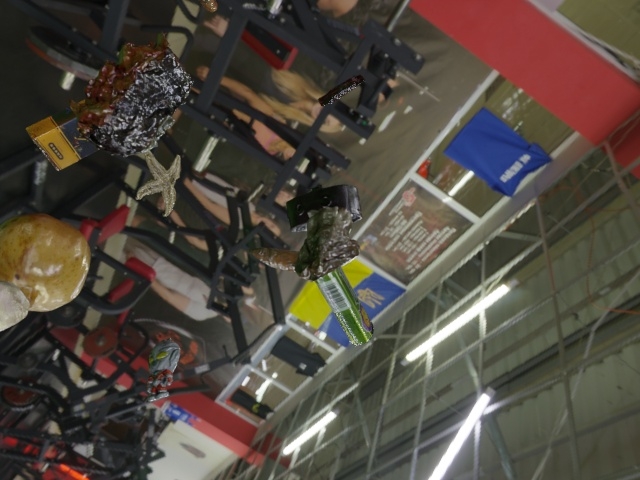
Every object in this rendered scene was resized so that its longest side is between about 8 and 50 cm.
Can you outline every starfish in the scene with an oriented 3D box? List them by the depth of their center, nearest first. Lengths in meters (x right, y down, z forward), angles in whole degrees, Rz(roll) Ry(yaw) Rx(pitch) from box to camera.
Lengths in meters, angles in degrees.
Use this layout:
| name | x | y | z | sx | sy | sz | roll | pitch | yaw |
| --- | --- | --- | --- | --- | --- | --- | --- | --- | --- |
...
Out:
| name | x | y | z | sx | sy | sz | roll | pitch | yaw |
| --- | --- | --- | --- | --- | --- | --- | --- | --- | --- |
| starfish | -0.571 | -0.200 | 1.590 | 0.050 | 0.138 | 0.248 | -112 | -143 | -63 |

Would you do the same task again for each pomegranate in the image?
| name | x | y | z | sx | sy | sz | roll | pitch | yaw |
| --- | --- | --- | --- | --- | --- | --- | --- | --- | --- |
| pomegranate | -1.080 | 0.102 | 1.721 | 0.410 | 0.410 | 0.410 | -56 | -175 | 8 |

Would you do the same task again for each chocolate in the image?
| name | x | y | z | sx | sy | sz | roll | pitch | yaw |
| --- | --- | --- | --- | --- | --- | --- | --- | --- | --- |
| chocolate | 0.073 | -0.539 | 1.618 | 0.182 | 0.028 | 0.086 | -30 | -144 | 11 |

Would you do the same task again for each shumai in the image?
| name | x | y | z | sx | sy | sz | roll | pitch | yaw |
| --- | --- | --- | --- | --- | --- | --- | --- | --- | --- |
| shumai | -0.001 | 0.001 | 1.278 | 0.218 | 0.185 | 0.184 | -26 | 173 | -34 |

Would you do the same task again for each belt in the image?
| name | x | y | z | sx | sy | sz | roll | pitch | yaw |
| --- | --- | --- | --- | --- | --- | --- | --- | --- | --- |
| belt | 0.010 | -0.130 | 1.723 | 0.289 | 0.164 | 0.184 | -13 | 168 | 21 |

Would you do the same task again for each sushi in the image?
| name | x | y | z | sx | sy | sz | roll | pitch | yaw |
| --- | --- | --- | --- | --- | --- | --- | --- | --- | --- |
| sushi | -0.470 | -0.379 | 1.177 | 0.343 | 0.196 | 0.182 | -64 | 155 | -16 |

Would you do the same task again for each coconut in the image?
| name | x | y | z | sx | sy | sz | roll | pitch | yaw |
| --- | --- | --- | --- | --- | --- | --- | --- | --- | --- |
| coconut | -0.739 | 0.141 | 1.038 | 0.110 | 0.125 | 0.110 | -23 | -167 | 6 |

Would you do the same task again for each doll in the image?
| name | x | y | z | sx | sy | sz | roll | pitch | yaw |
| --- | --- | --- | --- | --- | --- | --- | --- | --- | --- |
| doll | -0.389 | 0.312 | 1.123 | 0.094 | 0.079 | 0.180 | -24 | -140 | 13 |

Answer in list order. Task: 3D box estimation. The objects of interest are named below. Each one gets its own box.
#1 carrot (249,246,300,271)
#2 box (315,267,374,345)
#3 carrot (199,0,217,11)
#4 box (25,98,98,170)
| name | x | y | z | sx | sy | sz | roll | pitch | yaw |
| --- | --- | --- | --- | --- | --- | --- | --- | --- | --- |
| carrot | -0.169 | 0.071 | 1.884 | 0.102 | 0.263 | 0.102 | -167 | -90 | -89 |
| box | 0.081 | 0.204 | 1.602 | 0.097 | 0.346 | 0.134 | -21 | -154 | 17 |
| carrot | -0.389 | -0.827 | 1.554 | 0.060 | 0.060 | 0.186 | -56 | -168 | 7 |
| box | -0.774 | -0.344 | 1.444 | 0.237 | 0.070 | 0.152 | -37 | 157 | -19 |
